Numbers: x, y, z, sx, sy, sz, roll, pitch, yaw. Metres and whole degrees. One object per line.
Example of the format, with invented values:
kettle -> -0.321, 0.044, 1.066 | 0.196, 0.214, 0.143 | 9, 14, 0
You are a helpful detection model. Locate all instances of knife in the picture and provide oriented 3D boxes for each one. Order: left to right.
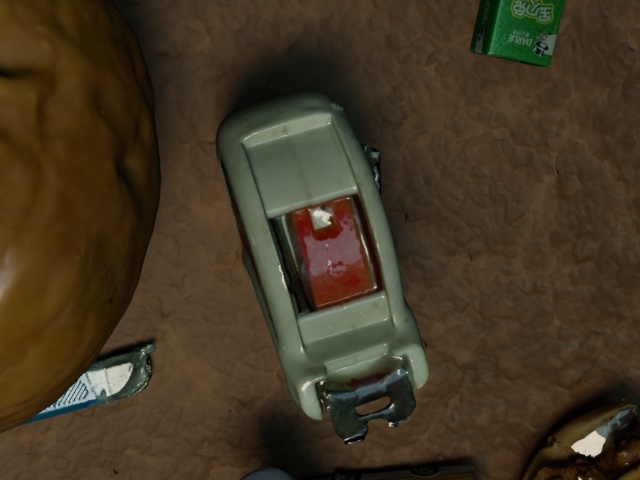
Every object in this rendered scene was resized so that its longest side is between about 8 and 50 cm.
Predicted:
knife -> -0.288, 0.151, 0.932 | 0.296, 0.026, 0.044 | -15, 101, -4

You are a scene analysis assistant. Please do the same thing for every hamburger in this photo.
hamburger -> 0.285, 0.307, 1.000 | 0.245, 0.155, 0.282 | 27, 99, -11

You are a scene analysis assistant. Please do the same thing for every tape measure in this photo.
tape measure -> 0.000, 0.001, 0.838 | 0.125, 0.243, 0.246 | -15, 104, -7

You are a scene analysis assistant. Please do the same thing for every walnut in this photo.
walnut -> -0.290, -0.050, 0.725 | 0.353, 0.308, 0.398 | 5, 65, -7

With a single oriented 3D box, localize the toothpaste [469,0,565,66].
toothpaste -> 0.197, -0.291, 0.913 | 0.065, 0.050, 0.267 | 9, 100, -15

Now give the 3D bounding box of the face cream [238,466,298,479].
face cream -> 0.021, 0.342, 0.953 | 0.135, 0.086, 0.385 | -27, 128, 1

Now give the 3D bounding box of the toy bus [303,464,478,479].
toy bus -> 0.069, 0.253, 0.993 | 0.171, 0.072, 0.058 | -4, 107, -9
